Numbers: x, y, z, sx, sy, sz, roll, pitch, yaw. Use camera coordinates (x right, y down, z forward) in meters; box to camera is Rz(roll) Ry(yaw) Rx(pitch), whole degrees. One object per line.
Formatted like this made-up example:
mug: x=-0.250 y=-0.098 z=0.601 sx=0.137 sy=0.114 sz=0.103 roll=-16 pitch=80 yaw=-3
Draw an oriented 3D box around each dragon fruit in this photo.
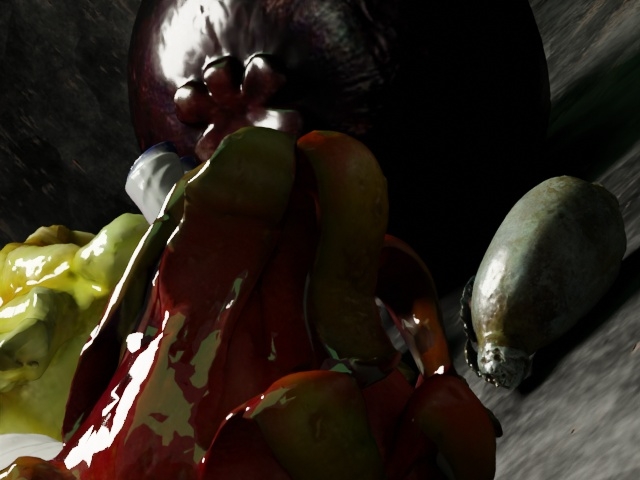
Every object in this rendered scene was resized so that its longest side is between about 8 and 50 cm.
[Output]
dragon fruit: x=-0.016 y=0.112 z=0.846 sx=0.307 sy=0.243 sz=0.227 roll=-57 pitch=17 yaw=8

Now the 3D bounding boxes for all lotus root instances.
lotus root: x=0.140 y=0.025 z=1.202 sx=0.165 sy=0.088 sz=0.088 roll=-55 pitch=11 yaw=-19

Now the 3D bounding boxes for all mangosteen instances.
mangosteen: x=0.037 y=-0.144 z=1.671 sx=0.382 sy=0.382 sz=0.435 roll=-38 pitch=-8 yaw=30

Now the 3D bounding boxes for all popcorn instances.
popcorn: x=-0.198 y=0.123 z=1.620 sx=0.274 sy=0.279 sz=0.335 roll=-37 pitch=17 yaw=-3

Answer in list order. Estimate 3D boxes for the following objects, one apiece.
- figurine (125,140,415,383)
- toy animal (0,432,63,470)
figurine: x=-0.053 y=0.037 z=1.423 sx=0.133 sy=0.274 sz=0.194 roll=-44 pitch=-4 yaw=-1
toy animal: x=-0.154 y=0.212 z=1.372 sx=0.357 sy=0.194 sz=0.258 roll=-22 pitch=-1 yaw=28
